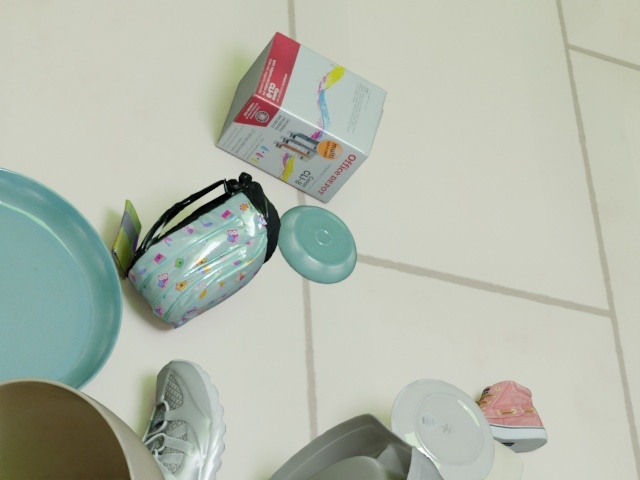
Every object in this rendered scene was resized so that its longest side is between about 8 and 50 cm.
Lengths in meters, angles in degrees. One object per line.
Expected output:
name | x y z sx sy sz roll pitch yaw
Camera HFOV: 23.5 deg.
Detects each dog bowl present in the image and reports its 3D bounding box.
dog bowl | 0.002 0.344 1.600 0.102 0.349 0.349 42 47 -16

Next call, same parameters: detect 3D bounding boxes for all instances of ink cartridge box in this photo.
ink cartridge box | -0.023 -0.161 2.048 0.176 0.128 0.127 26 50 -13

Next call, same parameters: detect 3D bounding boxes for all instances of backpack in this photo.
backpack | -0.140 0.019 1.850 0.182 0.152 0.115 -33 71 -29

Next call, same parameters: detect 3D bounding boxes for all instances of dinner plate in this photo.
dinner plate | 0.146 0.223 1.796 0.141 0.017 0.141 16 52 -21

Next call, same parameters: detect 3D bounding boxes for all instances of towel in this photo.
towel | -0.235 -0.001 1.865 0.009 0.060 0.083 1 53 13

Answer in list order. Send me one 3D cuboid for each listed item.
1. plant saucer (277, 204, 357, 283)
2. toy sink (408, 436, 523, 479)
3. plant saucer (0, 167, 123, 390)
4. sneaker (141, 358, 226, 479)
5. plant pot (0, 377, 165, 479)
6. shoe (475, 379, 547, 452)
plant saucer | 0.000 0.000 2.027 0.119 0.021 0.119 16 53 -23
toy sink | 0.120 0.336 1.804 0.152 0.131 0.234 31 49 -11
plant saucer | -0.380 0.057 1.743 0.317 0.044 0.318 16 53 -23
sneaker | -0.176 0.253 1.695 0.115 0.105 0.281 15 54 -23
plant pot | -0.257 0.294 1.542 0.191 0.284 0.284 33 35 -60
shoe | 0.211 0.226 1.982 0.178 0.063 0.081 6 56 -34
